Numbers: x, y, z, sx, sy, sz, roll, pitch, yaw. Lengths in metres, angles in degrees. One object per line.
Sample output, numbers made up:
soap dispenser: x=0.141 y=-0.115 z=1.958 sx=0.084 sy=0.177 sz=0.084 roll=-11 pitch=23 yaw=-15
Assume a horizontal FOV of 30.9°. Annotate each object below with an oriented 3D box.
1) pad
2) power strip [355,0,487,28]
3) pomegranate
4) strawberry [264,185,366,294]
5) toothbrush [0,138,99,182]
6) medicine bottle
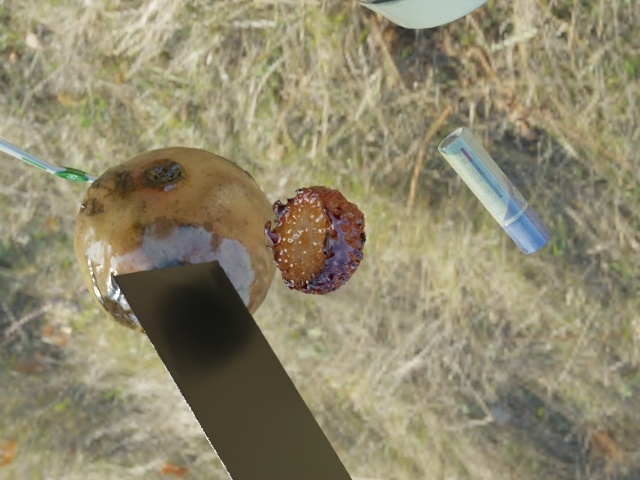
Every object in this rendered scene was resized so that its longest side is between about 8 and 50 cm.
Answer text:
pad: x=-0.078 y=0.183 z=1.293 sx=0.007 sy=0.367 sz=0.247 roll=-36 pitch=171 yaw=20
power strip: x=0.103 y=-0.399 z=1.170 sx=0.161 sy=0.357 sz=0.357 roll=24 pitch=140 yaw=-33
pomegranate: x=-0.216 y=0.003 z=1.756 sx=0.322 sy=0.322 sz=0.322 roll=5 pitch=141 yaw=4
strawberry: x=0.000 y=0.000 z=1.459 sx=0.086 sy=0.145 sz=0.145 roll=-2 pitch=150 yaw=-35
toothbrush: x=-0.418 y=-0.114 z=1.915 sx=0.304 sy=0.030 sz=0.030 roll=25 pitch=139 yaw=-28
medicine bottle: x=0.283 y=-0.080 z=1.872 sx=0.059 sy=0.059 sz=0.231 roll=-31 pitch=107 yaw=38
